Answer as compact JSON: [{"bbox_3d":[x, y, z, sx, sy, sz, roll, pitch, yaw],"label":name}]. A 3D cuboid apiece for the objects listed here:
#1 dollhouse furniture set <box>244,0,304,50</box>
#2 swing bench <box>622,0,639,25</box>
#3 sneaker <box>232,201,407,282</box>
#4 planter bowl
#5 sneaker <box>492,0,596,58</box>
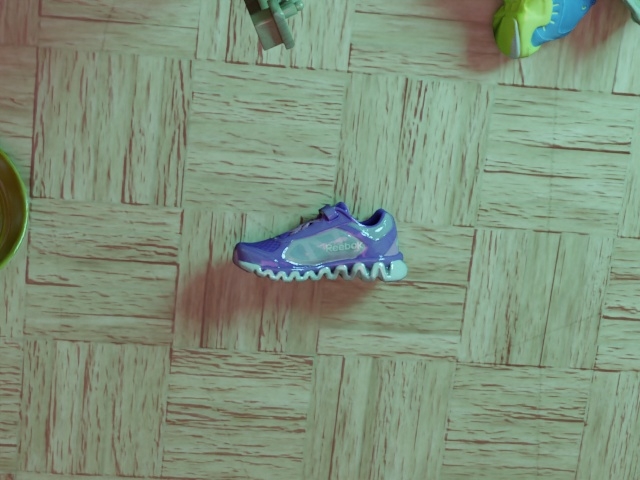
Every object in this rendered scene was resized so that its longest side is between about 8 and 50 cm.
[{"bbox_3d":[-0.060,-0.432,1.759,0.173,0.355,0.303,-22,121,1],"label":"dollhouse furniture set"},{"bbox_3d":[0.437,-0.431,1.925,0.254,0.165,0.253,-30,112,30],"label":"swing bench"},{"bbox_3d":[0.000,0.000,2.069,0.236,0.095,0.105,-1,102,-12],"label":"sneaker"},{"bbox_3d":[-0.486,-0.032,1.975,0.217,0.090,0.217,6,72,-21],"label":"planter bowl"},{"bbox_3d":[0.286,-0.341,1.964,0.126,0.091,0.240,-17,143,-16],"label":"sneaker"}]
